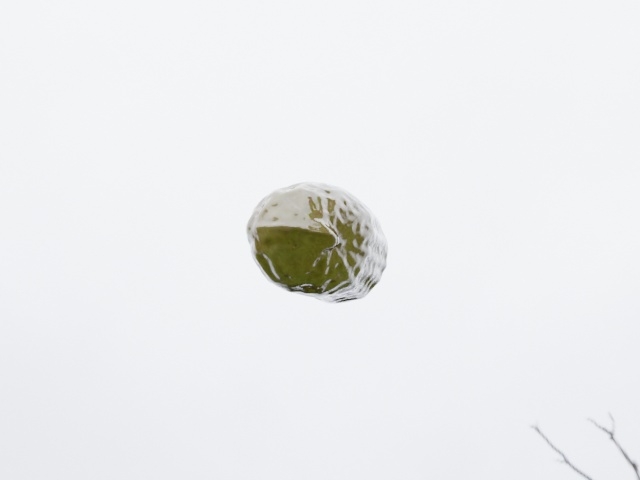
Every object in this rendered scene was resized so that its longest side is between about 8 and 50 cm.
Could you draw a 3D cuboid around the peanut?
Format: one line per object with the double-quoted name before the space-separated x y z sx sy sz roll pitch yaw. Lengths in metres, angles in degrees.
"peanut" 0.000 0.000 0.621 0.093 0.194 0.083 39 -87 18
